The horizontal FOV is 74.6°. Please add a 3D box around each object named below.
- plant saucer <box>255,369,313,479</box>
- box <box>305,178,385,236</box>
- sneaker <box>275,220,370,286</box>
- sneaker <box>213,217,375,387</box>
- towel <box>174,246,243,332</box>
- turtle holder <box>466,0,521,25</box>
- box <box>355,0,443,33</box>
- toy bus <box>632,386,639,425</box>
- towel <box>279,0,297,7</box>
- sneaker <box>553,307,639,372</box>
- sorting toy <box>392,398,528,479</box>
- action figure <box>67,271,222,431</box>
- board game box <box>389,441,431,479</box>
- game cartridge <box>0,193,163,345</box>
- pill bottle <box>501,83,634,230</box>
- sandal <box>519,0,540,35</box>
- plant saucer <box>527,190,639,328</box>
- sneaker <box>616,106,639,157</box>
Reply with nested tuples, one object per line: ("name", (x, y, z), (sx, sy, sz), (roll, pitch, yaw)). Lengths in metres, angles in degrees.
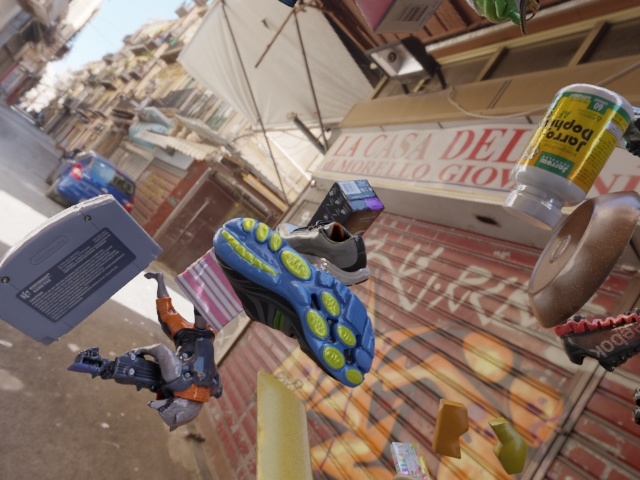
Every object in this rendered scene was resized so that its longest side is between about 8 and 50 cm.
("plant saucer", (-0.045, 0.439, 0.681), (0.333, 0.080, 0.333), (-102, -172, -54))
("box", (0.086, -0.085, 1.577), (0.143, 0.165, 0.270), (61, -41, 25))
("sneaker", (0.001, 0.000, 0.885), (0.271, 0.100, 0.108), (23, -60, 44))
("sneaker", (-0.024, 0.057, 0.391), (0.188, 0.067, 0.078), (42, -30, 3))
("towel", (-0.180, 0.071, 0.858), (0.144, 0.197, 0.029), (50, -11, 2))
("turtle holder", (0.478, -0.748, 1.157), (0.227, 0.320, 0.243), (47, -36, 24))
("box", (0.145, -0.577, 0.892), (0.127, 0.148, 0.233), (-42, -111, 56))
("toy bus", (0.716, 0.362, 0.768), (0.211, 0.150, 0.220), (-13, -47, 28))
("towel", (-0.065, -0.604, 0.957), (0.067, 0.120, 0.029), (42, 35, 24))
("sneaker", (0.692, 0.228, 0.958), (0.275, 0.135, 0.097), (-19, -25, 38))
("sorting toy", (0.191, 0.363, 0.511), (0.228, 0.308, 0.041), (12, -4, 4))
("action figure", (-0.309, 0.216, 0.876), (0.178, 0.331, 0.341), (-27, -32, 33))
("board game box", (0.295, 0.738, 1.361), (0.103, 0.026, 0.154), (12, 34, -18))
("game cartridge", (-0.494, 0.052, 0.839), (0.062, 0.297, 0.198), (29, -25, 48))
("pill bottle", (0.383, -0.127, 0.670), (0.117, 0.209, 0.117), (28, 7, -4))
("sandal", (0.547, -0.625, 1.093), (0.048, 0.072, 0.180), (4, -42, 21))
("plant saucer", (0.321, 0.018, 0.537), (0.036, 0.199, 0.199), (31, -10, 14))
("sneaker", (0.695, -0.267, 0.982), (0.283, 0.122, 0.110), (43, -45, 37))
